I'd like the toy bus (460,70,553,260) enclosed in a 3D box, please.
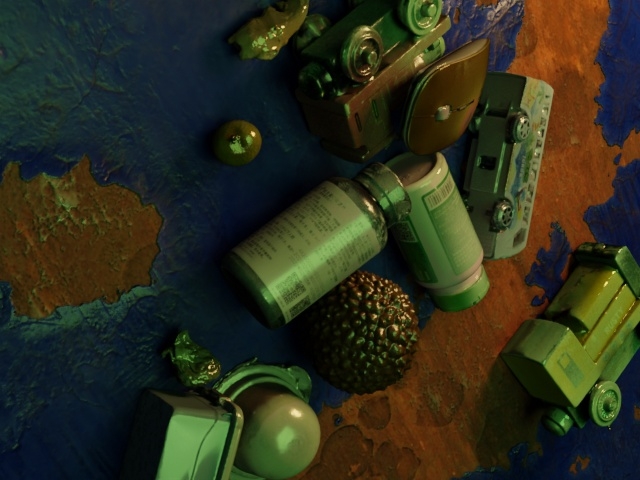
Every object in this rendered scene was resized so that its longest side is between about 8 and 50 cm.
[{"bbox_3d":[0.326,-0.130,2.050,0.136,0.109,0.329,2,99,-50],"label":"toy bus"}]

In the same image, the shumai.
[{"bbox_3d":[-0.192,0.171,1.721,0.083,0.082,0.080,-35,122,-55],"label":"shumai"}]

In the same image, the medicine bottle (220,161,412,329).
[{"bbox_3d":[0.000,0.000,1.757,0.293,0.141,0.141,-37,121,-13],"label":"medicine bottle"}]

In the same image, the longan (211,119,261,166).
[{"bbox_3d":[-0.124,-0.145,1.697,0.075,0.083,0.075,0,84,-3],"label":"longan"}]

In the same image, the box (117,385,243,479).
[{"bbox_3d":[-0.206,0.327,1.691,0.130,0.162,0.226,16,90,-30],"label":"box"}]

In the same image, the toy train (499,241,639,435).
[{"bbox_3d":[0.534,0.185,2.255,0.397,0.160,0.253,-49,118,-19],"label":"toy train"}]

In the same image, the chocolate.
[{"bbox_3d":[-0.068,0.297,1.799,0.221,0.147,0.221,-7,101,-40],"label":"chocolate"}]

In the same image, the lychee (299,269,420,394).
[{"bbox_3d":[0.059,0.152,1.841,0.200,0.238,0.200,15,52,-20],"label":"lychee"}]

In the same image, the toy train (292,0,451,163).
[{"bbox_3d":[0.090,-0.283,1.807,0.304,0.150,0.221,-43,133,-25],"label":"toy train"}]

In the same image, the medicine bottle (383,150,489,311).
[{"bbox_3d":[0.194,-0.011,1.946,0.133,0.133,0.274,-41,121,-24],"label":"medicine bottle"}]

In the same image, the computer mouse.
[{"bbox_3d":[0.214,-0.237,1.864,0.310,0.072,0.158,-38,145,-57],"label":"computer mouse"}]

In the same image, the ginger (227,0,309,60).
[{"bbox_3d":[-0.065,-0.329,1.719,0.069,0.051,0.173,39,64,-1],"label":"ginger"}]
